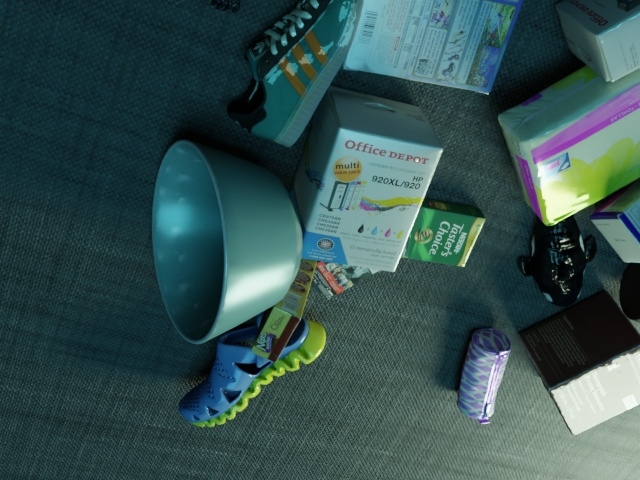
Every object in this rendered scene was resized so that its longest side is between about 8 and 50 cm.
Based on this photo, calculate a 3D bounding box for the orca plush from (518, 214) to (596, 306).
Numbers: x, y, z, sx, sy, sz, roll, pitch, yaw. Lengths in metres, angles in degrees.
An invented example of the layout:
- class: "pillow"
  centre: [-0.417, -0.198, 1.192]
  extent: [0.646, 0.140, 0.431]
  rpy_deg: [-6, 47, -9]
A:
- class: "orca plush"
  centre: [0.464, 0.022, 1.388]
  extent: [0.151, 0.102, 0.287]
  rpy_deg: [0, 123, -10]

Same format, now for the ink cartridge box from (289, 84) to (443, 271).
- class: "ink cartridge box"
  centre: [0.063, -0.099, 1.200]
  extent: [0.171, 0.168, 0.232]
  rpy_deg: [9, 121, -15]

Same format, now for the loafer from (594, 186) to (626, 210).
- class: "loafer"
  centre: [0.610, -0.040, 1.386]
  extent: [0.223, 0.078, 0.076]
  rpy_deg: [17, 118, -20]

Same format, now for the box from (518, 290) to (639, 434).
- class: "box"
  centre: [0.541, 0.246, 1.509]
  extent: [0.203, 0.167, 0.168]
  rpy_deg: [-29, 123, 10]

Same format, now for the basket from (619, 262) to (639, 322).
- class: "basket"
  centre: [0.721, 0.113, 1.465]
  extent: [0.227, 0.154, 0.204]
  rpy_deg: [10, 96, -10]

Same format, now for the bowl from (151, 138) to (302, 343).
- class: "bowl"
  centre: [-0.140, -0.004, 1.181]
  extent: [0.163, 0.311, 0.311]
  rpy_deg: [-5, 126, -30]

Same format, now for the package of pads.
- class: "package of pads"
  centre: [0.457, -0.176, 1.223]
  extent: [0.296, 0.101, 0.229]
  rpy_deg: [-29, 136, 4]

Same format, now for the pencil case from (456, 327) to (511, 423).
- class: "pencil case"
  centre: [0.336, 0.279, 1.545]
  extent: [0.086, 0.088, 0.206]
  rpy_deg: [-4, 123, -10]

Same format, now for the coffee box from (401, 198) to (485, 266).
- class: "coffee box"
  centre: [0.193, -0.018, 1.352]
  extent: [0.184, 0.040, 0.113]
  rpy_deg: [10, 121, -16]

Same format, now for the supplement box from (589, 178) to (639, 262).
- class: "supplement box"
  centre: [0.601, -0.068, 1.295]
  extent: [0.220, 0.111, 0.114]
  rpy_deg: [-40, 94, -3]

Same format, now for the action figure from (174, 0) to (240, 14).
- class: "action figure"
  centre: [-0.109, -0.423, 0.959]
  extent: [0.164, 0.141, 0.275]
  rpy_deg: [14, 131, -18]

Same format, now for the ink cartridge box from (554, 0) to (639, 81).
- class: "ink cartridge box"
  centre: [0.485, -0.346, 1.118]
  extent: [0.212, 0.154, 0.093]
  rpy_deg: [-29, 123, 10]

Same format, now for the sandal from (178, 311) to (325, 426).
- class: "sandal"
  centre: [-0.151, 0.225, 1.415]
  extent: [0.317, 0.126, 0.138]
  rpy_deg: [-39, 117, 6]

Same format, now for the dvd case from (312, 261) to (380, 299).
- class: "dvd case"
  centre: [0.042, 0.052, 1.390]
  extent: [0.119, 0.013, 0.087]
  rpy_deg: [-29, 123, 11]

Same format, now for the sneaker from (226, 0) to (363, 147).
- class: "sneaker"
  centre: [-0.040, -0.279, 1.101]
  extent: [0.121, 0.108, 0.302]
  rpy_deg: [16, 121, -24]

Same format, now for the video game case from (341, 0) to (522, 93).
- class: "video game case"
  centre: [0.175, -0.369, 1.107]
  extent: [0.244, 0.061, 0.269]
  rpy_deg: [7, 122, -13]

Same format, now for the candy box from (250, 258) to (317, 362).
- class: "candy box"
  centre: [-0.060, 0.109, 1.300]
  extent: [0.053, 0.186, 0.109]
  rpy_deg: [25, 121, -7]
